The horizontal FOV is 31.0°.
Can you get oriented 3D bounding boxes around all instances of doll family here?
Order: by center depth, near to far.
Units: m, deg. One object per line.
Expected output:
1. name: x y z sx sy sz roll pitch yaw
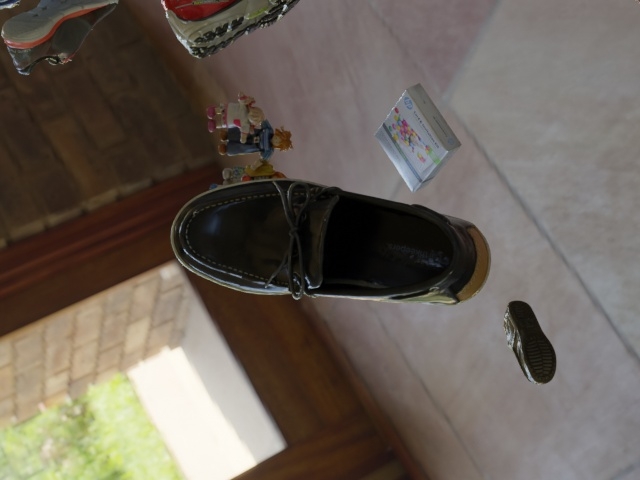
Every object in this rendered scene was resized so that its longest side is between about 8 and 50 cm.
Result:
1. doll family: -0.137 -0.178 2.405 0.163 0.118 0.262 3 99 33

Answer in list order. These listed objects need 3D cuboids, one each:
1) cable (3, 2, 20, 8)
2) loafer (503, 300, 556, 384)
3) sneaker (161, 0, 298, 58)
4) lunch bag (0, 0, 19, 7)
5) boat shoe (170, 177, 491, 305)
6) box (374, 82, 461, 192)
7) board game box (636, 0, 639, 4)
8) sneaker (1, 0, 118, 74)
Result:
1. cable: -0.452 -0.365 1.463 0.184 0.047 0.150 37 135 -7
2. loafer: 0.320 0.162 1.773 0.050 0.056 0.148 105 159 -50
3. sneaker: -0.106 -0.366 1.643 0.118 0.279 0.107 54 144 4
4. lunch bag: -0.312 -0.387 1.155 0.243 0.303 0.115 35 -153 -39
5. boat shoe: 0.000 0.000 1.723 0.500 0.156 0.186 8 85 18
6. box: 0.184 -0.193 2.212 0.145 0.038 0.186 58 153 11
7. board game box: 0.552 -0.429 1.329 0.356 0.356 0.356 52 133 11
8. sneaker: -0.284 -0.230 1.265 0.061 0.158 0.064 25 133 29
